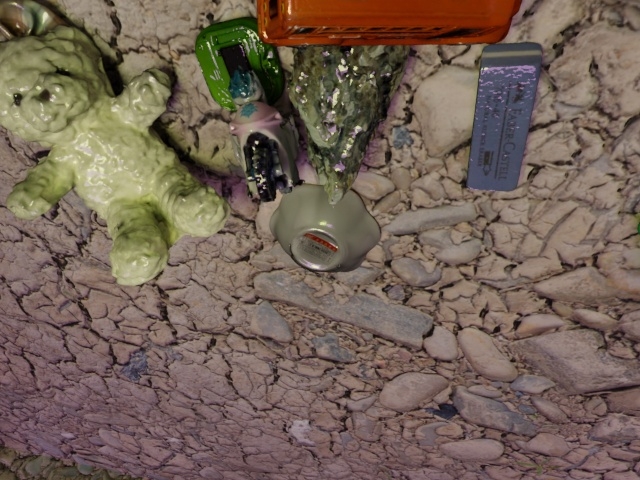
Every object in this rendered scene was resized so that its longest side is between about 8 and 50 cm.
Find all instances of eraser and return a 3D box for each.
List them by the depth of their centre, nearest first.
[{"bbox_3d":[0.277,-0.181,0.686,0.082,0.036,0.225,5,129,14],"label":"eraser"}]

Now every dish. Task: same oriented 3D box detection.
[{"bbox_3d":[0.000,0.000,0.879,0.230,0.081,0.229,8,129,10],"label":"dish"}]

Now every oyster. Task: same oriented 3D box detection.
[{"bbox_3d":[0.034,-0.226,0.655,0.162,0.158,0.350,20,117,32],"label":"oyster"}]

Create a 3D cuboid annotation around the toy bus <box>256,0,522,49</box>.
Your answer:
[{"bbox_3d":[0.099,-0.290,0.491,0.330,0.153,0.142,-7,111,-18],"label":"toy bus"}]

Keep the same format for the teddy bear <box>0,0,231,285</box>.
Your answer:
[{"bbox_3d":[-0.376,-0.172,0.705,0.327,0.375,0.362,-38,140,-8],"label":"teddy bear"}]

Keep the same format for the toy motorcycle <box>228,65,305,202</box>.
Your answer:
[{"bbox_3d":[-0.086,-0.166,0.696,0.108,0.239,0.204,-16,98,-10],"label":"toy motorcycle"}]

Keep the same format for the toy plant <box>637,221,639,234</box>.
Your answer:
[{"bbox_3d":[0.586,0.002,0.710,0.143,0.105,0.200,7,113,28],"label":"toy plant"}]

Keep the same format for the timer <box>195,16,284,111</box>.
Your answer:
[{"bbox_3d":[-0.129,-0.276,0.715,0.128,0.047,0.140,-4,128,18],"label":"timer"}]
